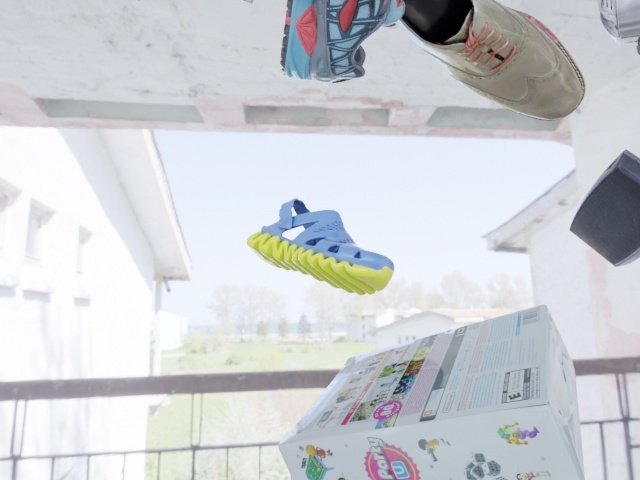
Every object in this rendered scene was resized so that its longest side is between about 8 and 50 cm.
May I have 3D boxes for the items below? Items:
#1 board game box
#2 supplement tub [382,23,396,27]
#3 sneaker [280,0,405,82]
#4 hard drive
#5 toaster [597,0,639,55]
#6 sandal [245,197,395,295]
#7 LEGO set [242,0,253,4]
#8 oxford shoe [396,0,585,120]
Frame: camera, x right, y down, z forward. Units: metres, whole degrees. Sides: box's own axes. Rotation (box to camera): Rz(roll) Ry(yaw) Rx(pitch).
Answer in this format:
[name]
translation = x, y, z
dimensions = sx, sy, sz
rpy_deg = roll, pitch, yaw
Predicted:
[board game box]
translation = 0.134, 0.199, 0.552
dimensions = 0.303, 0.098, 0.224
rpy_deg = -22, 3, 30
[supplement tub]
translation = 0.184, -0.610, 1.195
dimensions = 0.106, 0.106, 0.198
rpy_deg = -3, 23, 14
[sneaker]
translation = 0.034, -0.278, 0.474
dimensions = 0.125, 0.104, 0.262
rpy_deg = 9, -28, -7
[hard drive]
translation = 0.635, -0.053, 0.966
dimensions = 0.054, 0.172, 0.255
rpy_deg = -33, -28, -15
[toaster]
translation = 0.426, -0.352, 0.558
dimensions = 0.146, 0.227, 0.129
rpy_deg = -1, 10, 39
[sandal]
translation = 0.000, 0.000, 0.833
dimensions = 0.317, 0.138, 0.126
rpy_deg = 19, -19, 38
[LEGO set]
translation = -0.133, -0.395, 0.621
dimensions = 0.286, 0.132, 0.107
rpy_deg = 5, -13, -11
[oxford shoe]
translation = 0.209, -0.259, 0.614
dimensions = 0.348, 0.130, 0.123
rpy_deg = 31, -53, -6
